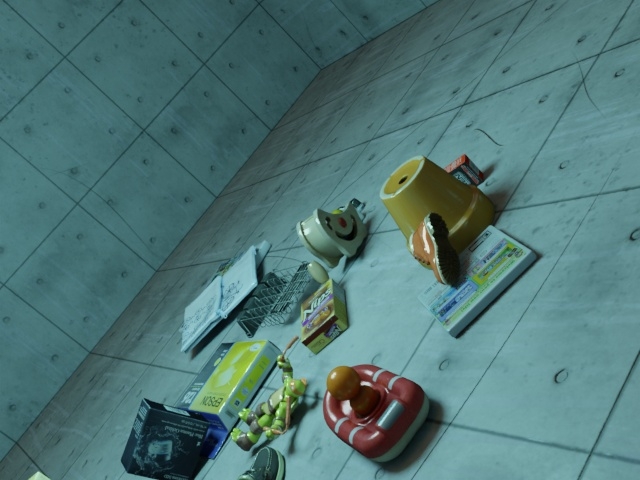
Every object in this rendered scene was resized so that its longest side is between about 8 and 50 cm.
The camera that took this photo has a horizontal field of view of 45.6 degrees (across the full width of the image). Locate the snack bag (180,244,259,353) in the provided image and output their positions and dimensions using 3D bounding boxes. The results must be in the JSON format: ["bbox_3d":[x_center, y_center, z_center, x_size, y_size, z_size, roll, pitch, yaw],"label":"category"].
[{"bbox_3d":[-0.326,0.181,2.478,0.342,0.037,0.323,-43,19,11],"label":"snack bag"}]

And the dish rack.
[{"bbox_3d":[-0.113,0.158,2.118,0.271,0.074,0.208,-18,34,52],"label":"dish rack"}]

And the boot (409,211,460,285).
[{"bbox_3d":[0.225,0.032,1.520,0.084,0.059,0.158,-43,46,39],"label":"boot"}]

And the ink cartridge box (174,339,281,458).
[{"bbox_3d":[-0.265,0.395,1.956,0.307,0.072,0.303,-53,20,-26],"label":"ink cartridge box"}]

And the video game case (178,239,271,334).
[{"bbox_3d":[-0.330,0.165,2.634,0.300,0.036,0.329,-26,28,46],"label":"video game case"}]

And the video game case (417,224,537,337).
[{"bbox_3d":[0.294,0.073,1.463,0.212,0.023,0.193,-44,18,4],"label":"video game case"}]

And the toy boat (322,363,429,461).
[{"bbox_3d":[0.070,0.275,1.327,0.151,0.151,0.231,-50,19,-14],"label":"toy boat"}]

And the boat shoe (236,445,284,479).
[{"bbox_3d":[-0.127,0.475,1.464,0.080,0.073,0.224,-37,21,26],"label":"boat shoe"}]

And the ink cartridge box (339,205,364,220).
[{"bbox_3d":[0.057,-0.036,2.171,0.122,0.052,0.088,-52,19,-20],"label":"ink cartridge box"}]

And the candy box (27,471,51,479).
[{"bbox_3d":[-0.508,0.644,1.561,0.087,0.316,0.183,-38,20,19],"label":"candy box"}]

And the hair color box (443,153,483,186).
[{"bbox_3d":[0.305,-0.133,1.794,0.141,0.072,0.043,-37,20,30],"label":"hair color box"}]

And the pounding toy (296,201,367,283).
[{"bbox_3d":[0.000,0.000,2.002,0.154,0.154,0.269,-35,9,31],"label":"pounding toy"}]

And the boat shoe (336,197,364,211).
[{"bbox_3d":[0.068,-0.083,2.263,0.142,0.040,0.049,-32,23,36],"label":"boat shoe"}]

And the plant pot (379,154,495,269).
[{"bbox_3d":[0.235,-0.075,1.639,0.205,0.188,0.205,-40,19,17],"label":"plant pot"}]

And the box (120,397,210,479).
[{"bbox_3d":[-0.364,0.475,1.793,0.093,0.155,0.158,8,78,66],"label":"box"}]

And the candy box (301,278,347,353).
[{"bbox_3d":[0.007,0.179,1.831,0.109,0.053,0.187,-42,17,15],"label":"candy box"}]

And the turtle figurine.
[{"bbox_3d":[-0.095,0.348,1.643,0.217,0.087,0.270,-45,25,30],"label":"turtle figurine"}]
